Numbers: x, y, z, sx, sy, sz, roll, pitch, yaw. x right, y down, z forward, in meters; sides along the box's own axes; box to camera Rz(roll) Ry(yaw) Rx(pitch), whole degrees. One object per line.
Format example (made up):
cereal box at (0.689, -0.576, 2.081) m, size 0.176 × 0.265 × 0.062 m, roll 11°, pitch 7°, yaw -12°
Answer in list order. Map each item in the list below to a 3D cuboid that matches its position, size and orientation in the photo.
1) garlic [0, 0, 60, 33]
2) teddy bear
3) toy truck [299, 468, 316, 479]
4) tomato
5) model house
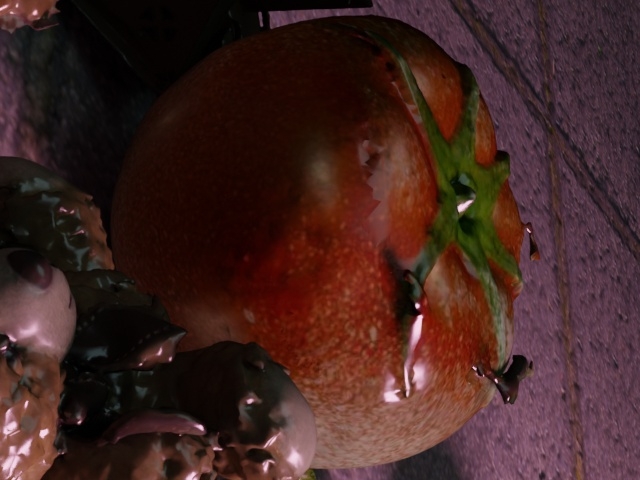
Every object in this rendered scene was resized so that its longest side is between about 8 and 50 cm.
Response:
garlic at (-0.172, -0.198, 0.876) m, size 0.207 × 0.207 × 0.256 m, roll 56°, pitch 20°, yaw -34°
teddy bear at (-0.164, 0.062, 0.775) m, size 0.267 × 0.156 × 0.256 m, roll 41°, pitch 10°, yaw 27°
toy truck at (0.025, 0.247, 1.094) m, size 0.210 × 0.148 × 0.187 m, roll 30°, pitch 45°, yaw -25°
tomato at (0.000, 0.000, 1.052) m, size 0.303 × 0.239 × 0.303 m, roll 35°, pitch 48°, yaw -51°
model house at (-0.063, -0.189, 1.117) m, size 0.211 × 0.204 × 0.243 m, roll -60°, pitch 146°, yaw -58°
